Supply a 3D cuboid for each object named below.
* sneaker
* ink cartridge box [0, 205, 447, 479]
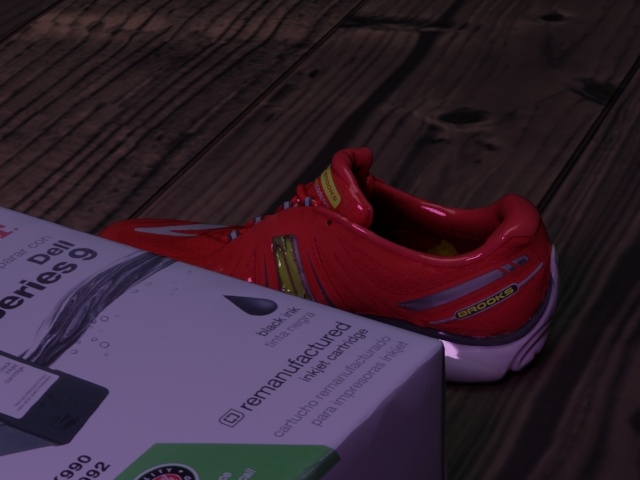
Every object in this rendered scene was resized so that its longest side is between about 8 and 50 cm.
[{"bbox_3d":[0.000,0.000,0.992,0.279,0.118,0.107,4,30,11],"label":"sneaker"},{"bbox_3d":[-0.115,0.105,0.817,0.289,0.122,0.211,16,34,29],"label":"ink cartridge box"}]
